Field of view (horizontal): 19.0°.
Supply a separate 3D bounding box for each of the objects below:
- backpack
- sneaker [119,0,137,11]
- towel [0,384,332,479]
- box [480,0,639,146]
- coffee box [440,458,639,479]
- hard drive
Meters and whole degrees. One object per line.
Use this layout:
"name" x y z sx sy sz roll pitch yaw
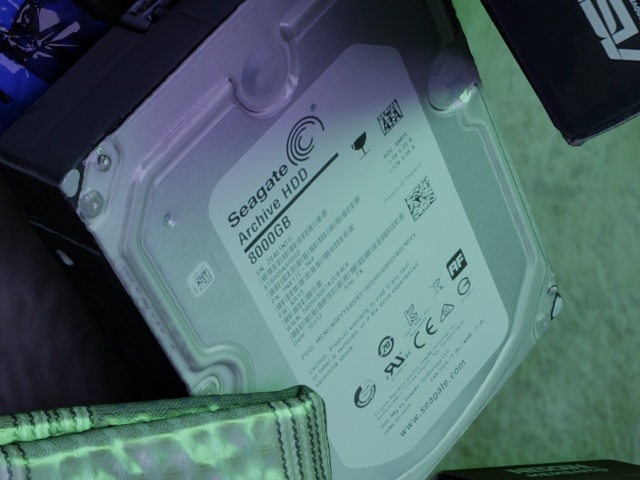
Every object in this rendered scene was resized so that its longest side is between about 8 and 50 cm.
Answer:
"backpack" -0.168 -0.097 0.898 0.120 0.098 0.101 38 76 -31
"sneaker" -0.087 -0.207 0.925 0.146 0.102 0.293 -38 113 -41
"towel" -0.118 0.229 0.835 0.324 0.056 0.312 -5 95 -34
"box" 0.043 -0.253 0.861 0.097 0.318 0.395 -29 100 9
"coffee box" 0.149 0.261 1.137 0.141 0.098 0.246 1 93 -34
"hard drive" 0.000 0.000 0.975 0.237 0.064 0.339 -47 136 -22
